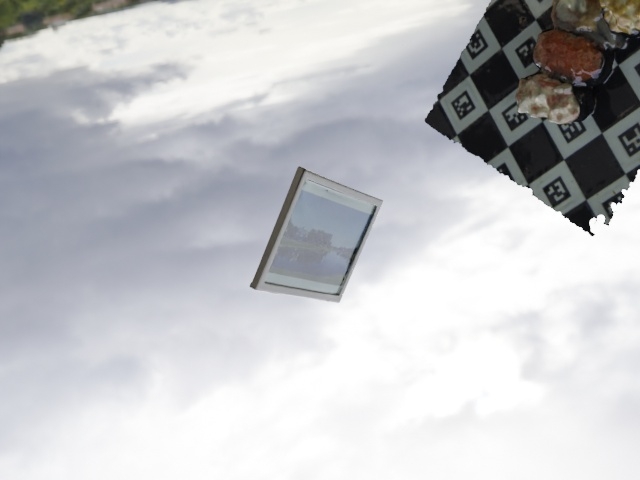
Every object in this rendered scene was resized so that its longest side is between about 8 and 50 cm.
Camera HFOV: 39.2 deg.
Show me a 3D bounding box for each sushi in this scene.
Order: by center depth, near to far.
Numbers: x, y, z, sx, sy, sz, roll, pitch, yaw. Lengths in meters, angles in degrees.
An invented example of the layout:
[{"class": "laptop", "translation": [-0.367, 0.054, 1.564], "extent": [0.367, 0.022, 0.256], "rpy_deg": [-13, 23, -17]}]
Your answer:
[{"class": "sushi", "translation": [0.246, -0.186, 0.925], "extent": [0.050, 0.290, 0.264], "rpy_deg": [-2, -145, -47]}]

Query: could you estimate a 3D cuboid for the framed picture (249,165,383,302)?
[{"class": "framed picture", "translation": [0.000, 0.000, 0.797], "extent": [0.011, 0.109, 0.149], "rpy_deg": [26, -174, 30]}]
